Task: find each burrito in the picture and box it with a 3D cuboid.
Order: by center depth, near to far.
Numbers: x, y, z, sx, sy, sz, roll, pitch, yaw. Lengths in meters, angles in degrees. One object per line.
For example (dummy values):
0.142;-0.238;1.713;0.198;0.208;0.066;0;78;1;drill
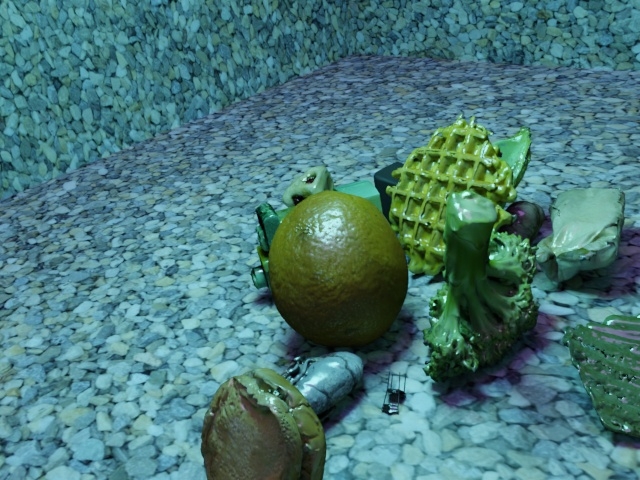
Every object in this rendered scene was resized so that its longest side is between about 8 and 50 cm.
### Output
0.631;-0.002;1.717;0.190;0.135;0.332;2;31;25;burrito

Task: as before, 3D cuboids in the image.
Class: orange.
0.040;0.059;1.623;0.322;0.322;0.356;-9;56;7;orange

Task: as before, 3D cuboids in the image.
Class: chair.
0.150;0.310;1.435;0.037;0.042;0.086;0;65;25;chair

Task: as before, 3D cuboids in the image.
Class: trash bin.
0.278;-0.117;2.056;0.115;0.165;0.226;-29;34;-32;trash bin

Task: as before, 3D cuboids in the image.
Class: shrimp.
-0.051;0.311;1.424;0.343;0.116;0.145;-25;29;-38;shrimp

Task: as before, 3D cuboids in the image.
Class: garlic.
0.505;-0.034;1.820;0.102;0.147;0.159;28;60;25;garlic

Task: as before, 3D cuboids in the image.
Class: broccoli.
0.327;0.052;1.471;0.275;0.396;0.353;-6;20;8;broccoli

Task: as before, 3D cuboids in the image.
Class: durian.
0.424;-0.135;1.855;0.163;0.394;0.198;36;7;5;durian

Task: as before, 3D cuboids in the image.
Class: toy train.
0.000;0.000;1.850;0.397;0.253;0.160;-15;26;-8;toy train

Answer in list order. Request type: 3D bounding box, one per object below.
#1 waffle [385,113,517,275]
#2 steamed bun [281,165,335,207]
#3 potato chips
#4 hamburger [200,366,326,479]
0.319;-0.117;1.818;0.095;0.382;0.379;18;42;-37;waffle
-0.042;-0.149;2.280;0.155;0.140;0.172;-8;31;18;steamed bun
0.661;0.218;1.328;0.390;0.097;0.373;-6;26;9;potato chips
-0.091;0.355;1.206;0.146;0.285;0.243;-1;-28;-41;hamburger
